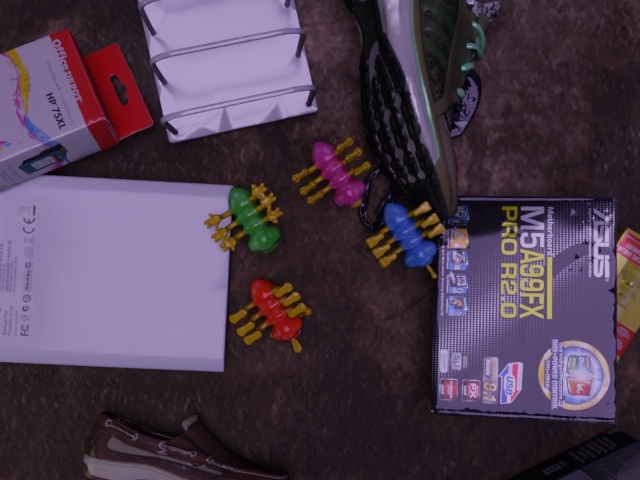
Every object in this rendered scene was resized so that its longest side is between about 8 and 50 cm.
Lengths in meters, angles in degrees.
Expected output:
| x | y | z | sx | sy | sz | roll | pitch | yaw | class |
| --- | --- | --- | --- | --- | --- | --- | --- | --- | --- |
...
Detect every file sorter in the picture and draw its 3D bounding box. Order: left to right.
| x | y | z | sx | sy | sz | roll | pitch | yaw | class |
| --- | --- | --- | --- | --- | --- | --- | --- | --- | --- |
| -0.122 | -0.278 | 1.013 | 0.193 | 0.173 | 0.277 | -13 | 91 | -3 | file sorter |

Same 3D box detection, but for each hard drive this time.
| x | y | z | sx | sy | sz | roll | pitch | yaw | class |
| --- | --- | --- | --- | --- | --- | --- | --- | --- | --- |
| -0.290 | 0.038 | 1.070 | 0.353 | 0.047 | 0.233 | 3 | 90 | -2 | hard drive |

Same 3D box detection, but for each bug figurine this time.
| x | y | z | sx | sy | sz | roll | pitch | yaw | class |
| --- | --- | --- | --- | --- | --- | --- | --- | --- | --- |
| 0.000 | 0.000 | 1.042 | 0.279 | 0.072 | 0.216 | -29 | 98 | 10 | bug figurine |

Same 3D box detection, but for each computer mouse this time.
| x | y | z | sx | sy | sz | roll | pitch | yaw | class |
| --- | --- | --- | --- | --- | --- | --- | --- | --- | --- |
| 0.125 | -0.116 | 1.098 | 0.071 | 0.041 | 0.242 | 36 | 96 | 6 | computer mouse |

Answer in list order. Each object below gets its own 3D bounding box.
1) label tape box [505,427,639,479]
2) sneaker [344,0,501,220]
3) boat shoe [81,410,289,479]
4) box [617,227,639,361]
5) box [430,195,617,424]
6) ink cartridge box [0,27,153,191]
| x | y | z | sx | sy | sz | roll | pitch | yaw | class |
| --- | --- | --- | --- | --- | --- | --- | --- | --- | --- |
| 0.265 | 0.359 | 1.003 | 0.334 | 0.240 | 0.106 | -25 | 92 | -2 | label tape box |
| 0.143 | -0.231 | 1.009 | 0.182 | 0.158 | 0.410 | -12 | 96 | -16 | sneaker |
| -0.160 | 0.262 | 1.057 | 0.257 | 0.095 | 0.095 | 9 | 84 | -3 | boat shoe |
| 0.354 | 0.102 | 1.096 | 0.087 | 0.058 | 0.232 | 33 | 89 | -1 | box |
| 0.247 | 0.081 | 1.050 | 0.216 | 0.060 | 0.270 | 2 | 83 | 12 | box |
| -0.335 | -0.160 | 1.028 | 0.231 | 0.078 | 0.134 | -24 | 76 | -7 | ink cartridge box |
